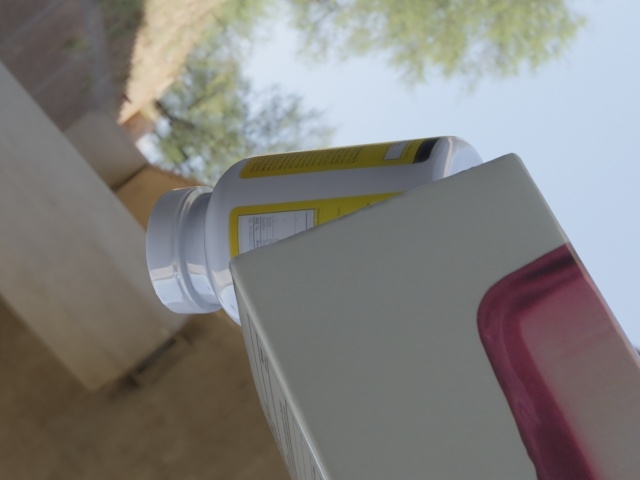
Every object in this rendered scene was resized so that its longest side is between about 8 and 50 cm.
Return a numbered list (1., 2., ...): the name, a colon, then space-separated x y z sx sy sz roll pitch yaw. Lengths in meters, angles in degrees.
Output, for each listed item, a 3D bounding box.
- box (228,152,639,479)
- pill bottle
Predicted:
1. box: 0.068 0.109 0.519 0.127 0.232 0.148 -21 152 -9
2. pill bottle: 0.000 0.000 0.748 0.184 0.103 0.103 -4 -149 24
